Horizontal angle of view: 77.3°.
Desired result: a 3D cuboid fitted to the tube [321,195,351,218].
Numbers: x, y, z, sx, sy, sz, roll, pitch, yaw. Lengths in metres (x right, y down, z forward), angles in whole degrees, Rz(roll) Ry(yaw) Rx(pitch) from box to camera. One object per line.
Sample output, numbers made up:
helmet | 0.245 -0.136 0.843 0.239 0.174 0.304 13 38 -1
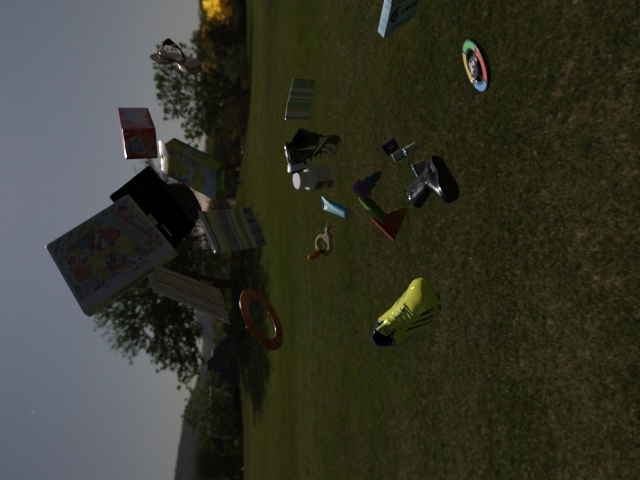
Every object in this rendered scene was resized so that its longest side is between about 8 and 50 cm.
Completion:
tube | 0.077 -0.170 2.103 0.207 0.052 0.080 28 129 45

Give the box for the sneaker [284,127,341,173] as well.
sneaker | -0.022 -0.285 1.169 0.078 0.234 0.106 4 123 42

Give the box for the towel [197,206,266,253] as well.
towel | -0.382 -0.052 1.757 0.034 0.285 0.209 -37 72 39

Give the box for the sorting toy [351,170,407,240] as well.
sorting toy | 0.228 -0.131 1.412 0.127 0.126 0.365 49 -178 36

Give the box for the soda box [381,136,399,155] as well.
soda box | 0.285 -0.386 1.634 0.053 0.060 0.169 57 -164 -8

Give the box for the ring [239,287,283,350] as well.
ring | -0.295 0.391 1.983 0.336 0.032 0.336 55 -167 -19

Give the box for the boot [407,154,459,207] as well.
boot | 0.455 -0.197 1.644 0.207 0.094 0.246 119 149 -48

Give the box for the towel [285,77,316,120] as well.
towel | -0.072 -0.520 1.484 0.023 0.113 0.152 40 130 31

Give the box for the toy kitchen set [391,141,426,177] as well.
toy kitchen set | 0.428 -0.364 1.894 0.166 0.122 0.207 62 -166 -6

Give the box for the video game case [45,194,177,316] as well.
video game case | -0.452 0.021 0.861 0.227 0.206 0.026 41 159 29

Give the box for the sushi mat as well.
sushi mat | -0.405 0.153 1.211 0.019 0.317 0.151 -51 -29 -44

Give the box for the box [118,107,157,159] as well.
box | -0.747 -0.441 1.630 0.257 0.123 0.128 53 142 45

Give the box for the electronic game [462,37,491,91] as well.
electronic game | 0.668 -0.750 1.718 0.229 0.048 0.229 -23 -90 -82

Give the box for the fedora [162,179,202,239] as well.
fedora | -0.670 -0.169 1.862 0.334 0.152 0.333 22 130 29

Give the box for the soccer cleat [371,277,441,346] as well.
soccer cleat | 0.202 0.192 0.982 0.093 0.121 0.289 60 156 27

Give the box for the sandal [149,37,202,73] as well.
sandal | -0.482 -0.622 1.315 0.240 0.088 0.079 29 145 26

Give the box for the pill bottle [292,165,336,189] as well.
pill bottle | -0.037 -0.360 2.331 0.131 0.229 0.131 31 125 56

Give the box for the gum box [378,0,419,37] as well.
gum box | 0.295 -0.858 1.461 0.041 0.157 0.184 52 170 11

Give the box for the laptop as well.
laptop | -0.517 -0.104 1.248 0.234 0.137 0.264 58 -141 -28

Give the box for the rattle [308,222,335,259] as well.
rattle | 0.000 0.000 2.263 0.130 0.143 0.199 56 137 40

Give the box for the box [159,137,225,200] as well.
box | -0.329 -0.185 1.016 0.043 0.179 0.105 -56 -11 -44
